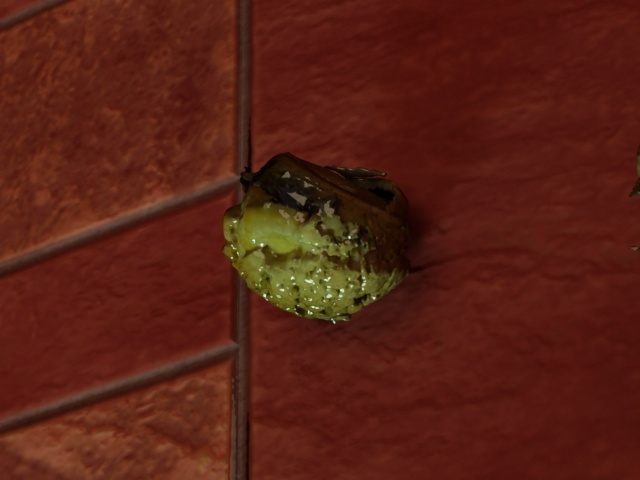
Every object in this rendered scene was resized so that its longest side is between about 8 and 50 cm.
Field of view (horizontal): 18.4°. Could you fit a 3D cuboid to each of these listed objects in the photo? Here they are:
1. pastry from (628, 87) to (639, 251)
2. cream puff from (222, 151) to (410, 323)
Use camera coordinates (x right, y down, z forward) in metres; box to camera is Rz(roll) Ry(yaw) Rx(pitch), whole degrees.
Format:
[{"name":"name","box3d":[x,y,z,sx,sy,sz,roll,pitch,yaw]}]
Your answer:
[{"name":"pastry","box3d":[0.290,-0.056,1.043,0.275,0.193,0.275,-18,51,23]},{"name":"cream puff","box3d":[0.000,0.000,1.272,0.104,0.119,0.133,-65,32,13]}]
